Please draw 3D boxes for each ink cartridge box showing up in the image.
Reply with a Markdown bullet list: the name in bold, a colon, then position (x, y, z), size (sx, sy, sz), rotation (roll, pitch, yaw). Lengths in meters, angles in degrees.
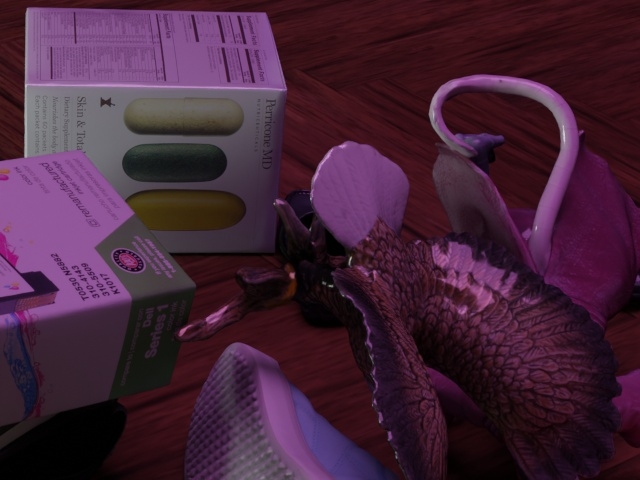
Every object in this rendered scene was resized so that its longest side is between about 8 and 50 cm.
- **ink cartridge box**: position (-0.275, 0.042, 1.520), size (0.278, 0.117, 0.201), rotation (-11, 44, -37)

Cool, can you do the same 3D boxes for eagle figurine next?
- **eagle figurine**: position (0.077, 0.088, 1.508), size (0.298, 0.225, 0.226), rotation (33, 83, 36)

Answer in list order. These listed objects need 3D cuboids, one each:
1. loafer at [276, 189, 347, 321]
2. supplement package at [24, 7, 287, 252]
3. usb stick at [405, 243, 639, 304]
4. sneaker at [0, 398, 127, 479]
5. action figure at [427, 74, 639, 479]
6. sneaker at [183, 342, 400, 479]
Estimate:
- **loafer**: position (0.000, 0.000, 1.947), size (0.076, 0.078, 0.223), rotation (0, 29, -9)
- **supplement package**: position (-0.181, -0.117, 2.006), size (0.263, 0.199, 0.198), rotation (0, 30, -9)
- **usb stick**: position (0.201, 0.035, 1.951), size (0.278, 0.045, 0.077), rotation (1, 36, -6)
- **sneaker**: position (-0.280, 0.106, 1.686), size (0.258, 0.169, 0.447), rotation (22, 32, 3)
- **action figure**: position (0.208, 0.077, 1.640), size (0.248, 0.275, 0.370), rotation (0, 56, 7)
- **sneaker**: position (-0.007, 0.212, 1.560), size (0.150, 0.135, 0.366), rotation (25, 15, -26)
